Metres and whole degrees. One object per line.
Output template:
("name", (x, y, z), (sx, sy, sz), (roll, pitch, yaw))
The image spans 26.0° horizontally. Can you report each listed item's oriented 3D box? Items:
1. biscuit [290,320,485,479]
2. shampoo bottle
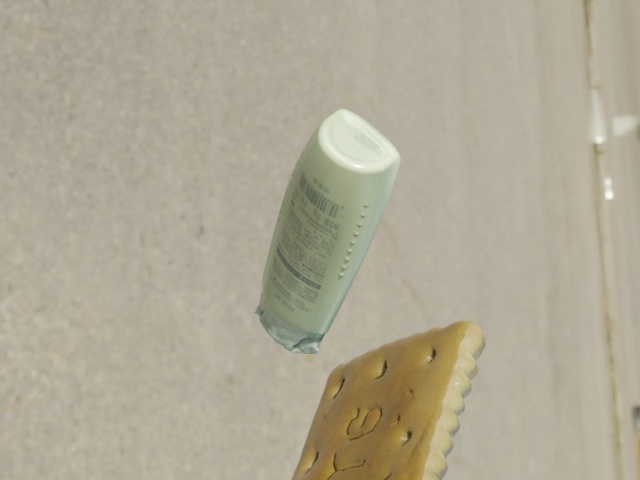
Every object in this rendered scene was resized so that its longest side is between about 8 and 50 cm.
("biscuit", (0.028, 0.221, 1.190), (0.044, 0.217, 0.325), (37, 55, -24))
("shampoo bottle", (0.000, 0.000, 0.974), (0.049, 0.072, 0.212), (-40, 162, -36))
